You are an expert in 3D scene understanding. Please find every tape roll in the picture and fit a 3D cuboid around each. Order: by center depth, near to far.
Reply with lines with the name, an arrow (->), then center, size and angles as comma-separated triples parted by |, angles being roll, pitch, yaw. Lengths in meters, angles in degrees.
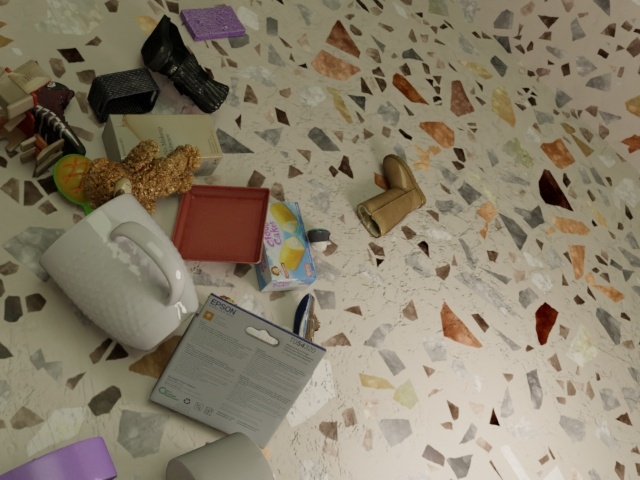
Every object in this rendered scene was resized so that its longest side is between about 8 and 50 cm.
tape roll -> -0.558, 0.499, 1.363 | 0.274, 0.275, 0.090 | -17, 74, -36
tape roll -> -0.222, 0.581, 1.532 | 0.169, 0.246, 0.246 | -15, 71, -35

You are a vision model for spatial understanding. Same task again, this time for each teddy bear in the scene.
teddy bear -> -0.463, -0.163, 1.822 | 0.113, 0.245, 0.338 | 53, 26, 19

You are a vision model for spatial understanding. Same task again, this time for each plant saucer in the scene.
plant saucer -> -0.282, -0.040, 1.929 | 0.258, 0.048, 0.259 | 3, 58, 4

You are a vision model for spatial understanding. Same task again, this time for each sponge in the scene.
sponge -> -0.375, -0.762, 2.362 | 0.210, 0.031, 0.117 | -21, 75, -37

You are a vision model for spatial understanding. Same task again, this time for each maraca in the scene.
maraca -> -0.633, -0.148, 1.814 | 0.127, 0.099, 0.186 | -45, 105, -30

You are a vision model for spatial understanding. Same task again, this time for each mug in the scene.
mug -> -0.443, 0.079, 1.615 | 0.328, 0.374, 0.276 | 51, 54, -4

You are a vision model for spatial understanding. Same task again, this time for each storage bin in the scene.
storage bin -> -0.579, -0.429, 1.990 | 0.180, 0.122, 0.084 | -24, 77, -38

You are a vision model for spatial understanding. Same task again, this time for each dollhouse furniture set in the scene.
dollhouse furniture set -> -0.770, -0.335, 1.738 | 0.262, 0.259, 0.135 | 44, 60, -2

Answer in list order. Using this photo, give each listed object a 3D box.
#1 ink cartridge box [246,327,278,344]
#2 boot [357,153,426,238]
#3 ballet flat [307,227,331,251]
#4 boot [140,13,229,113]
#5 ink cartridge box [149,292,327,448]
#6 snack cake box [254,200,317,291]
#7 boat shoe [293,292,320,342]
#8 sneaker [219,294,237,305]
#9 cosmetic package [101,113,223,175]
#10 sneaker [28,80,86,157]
ink cartridge box -> -0.145, 0.320, 1.767 | 0.224, 0.181, 0.056 | 35, 42, -9
boot -> 0.224, -0.161, 2.326 | 0.269, 0.089, 0.236 | -30, 80, -37
ballet flat -> 0.000, 0.000, 2.056 | 0.074, 0.203, 0.074 | 0, 88, 4
boot -> -0.428, -0.553, 2.138 | 0.260, 0.131, 0.348 | 32, 25, -32
ink cartridge box -> -0.202, 0.319, 1.668 | 0.324, 0.330, 0.071 | 29, 13, -13
snack cake box -> -0.122, 0.016, 2.019 | 0.152, 0.089, 0.265 | 0, 63, -31
boat shoe -> -0.038, 0.245, 1.957 | 0.066, 0.066, 0.183 | 24, 63, -22
sneaker -> -0.222, 0.258, 1.834 | 0.225, 0.088, 0.093 | 42, 60, 5
cosmetic package -> -0.461, -0.276, 1.978 | 0.309, 0.113, 0.160 | -8, 67, -34
sneaker -> -0.720, -0.355, 1.880 | 0.281, 0.106, 0.162 | 44, 47, 0
